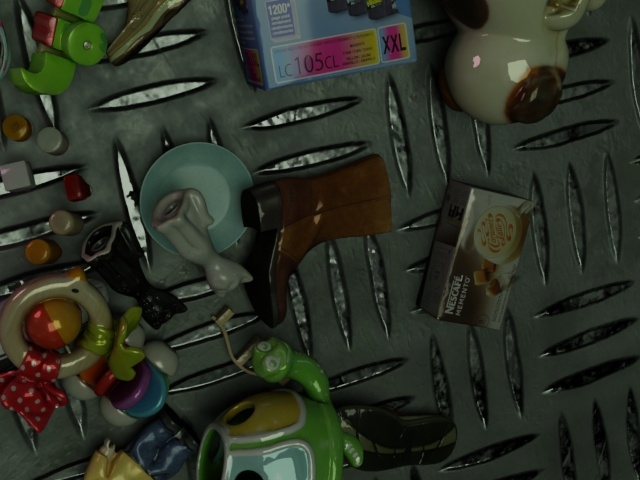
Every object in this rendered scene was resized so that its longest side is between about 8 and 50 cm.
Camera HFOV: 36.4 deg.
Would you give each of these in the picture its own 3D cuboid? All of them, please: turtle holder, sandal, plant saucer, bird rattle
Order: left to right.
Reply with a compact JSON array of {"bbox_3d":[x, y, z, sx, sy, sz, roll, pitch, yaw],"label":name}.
[{"bbox_3d":[-0.393,0.148,1.459,0.253,0.143,0.207,-22,112,0],"label":"bird rattle"},{"bbox_3d":[-0.207,-0.070,1.622,0.194,0.037,0.195,-5,104,-19],"label":"plant saucer"},{"bbox_3d":[-0.072,0.354,1.641,0.227,0.243,0.320,8,122,-28],"label":"turtle holder"},{"bbox_3d":[0.127,0.365,1.822,0.302,0.086,0.120,15,97,-37],"label":"sandal"}]

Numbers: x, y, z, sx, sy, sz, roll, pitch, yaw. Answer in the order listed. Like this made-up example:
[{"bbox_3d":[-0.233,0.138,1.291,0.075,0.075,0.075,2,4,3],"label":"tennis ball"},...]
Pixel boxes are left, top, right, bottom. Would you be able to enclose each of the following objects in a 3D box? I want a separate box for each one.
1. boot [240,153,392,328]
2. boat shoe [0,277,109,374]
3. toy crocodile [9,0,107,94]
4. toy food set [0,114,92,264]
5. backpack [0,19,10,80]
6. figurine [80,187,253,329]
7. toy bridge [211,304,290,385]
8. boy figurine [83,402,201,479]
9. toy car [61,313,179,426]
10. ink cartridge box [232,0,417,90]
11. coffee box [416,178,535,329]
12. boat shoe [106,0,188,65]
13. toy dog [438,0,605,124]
[{"bbox_3d":[0.000,0.000,1.697,0.280,0.096,0.264,-15,106,-32],"label":"boot"},{"bbox_3d":[-0.486,0.168,1.552,0.335,0.121,0.119,-24,123,-7],"label":"boat shoe"},{"bbox_3d":[-0.360,-0.371,1.441,0.105,0.115,0.341,19,95,-47],"label":"toy crocodile"},{"bbox_3d":[-0.425,-0.083,1.530,0.111,0.104,0.232,-15,89,-2],"label":"toy food set"},{"bbox_3d":[-0.560,-0.301,1.361,0.225,0.191,0.254,-29,103,-9],"label":"backpack"},{"bbox_3d":[-0.240,0.041,1.580,0.214,0.092,0.209,-24,126,13],"label":"figurine"},{"bbox_3d":[-0.128,0.194,1.718,0.063,0.026,0.188,-45,112,-3],"label":"toy bridge"},{"bbox_3d":[-0.330,0.421,1.665,0.285,0.092,0.177,-46,113,-4],"label":"boy figurine"},{"bbox_3d":[-0.322,0.223,1.595,0.182,0.136,0.159,42,86,-22],"label":"toy car"},{"bbox_3d":[-0.013,-0.459,1.543,0.269,0.151,0.396,-14,105,-16],"label":"ink cartridge box"},{"bbox_3d":[0.282,0.026,1.782,0.141,0.098,0.247,12,98,-21],"label":"coffee box"},{"bbox_3d":[-0.276,-0.357,1.524,0.072,0.068,0.190,44,76,-10],"label":"boat shoe"},{"bbox_3d":[0.304,-0.388,1.578,0.395,0.284,0.408,-35,125,-40],"label":"toy dog"}]
